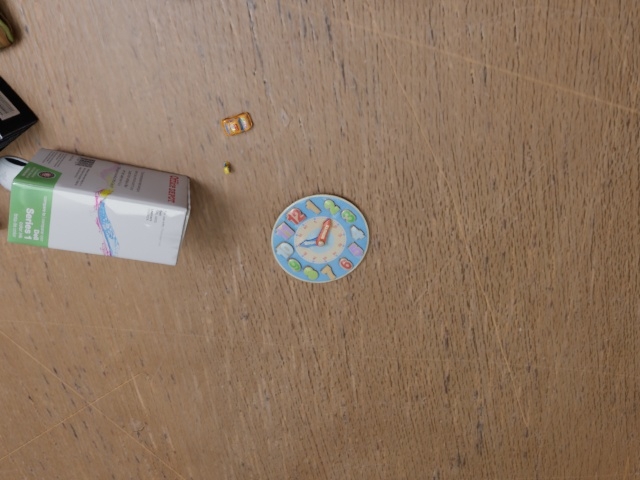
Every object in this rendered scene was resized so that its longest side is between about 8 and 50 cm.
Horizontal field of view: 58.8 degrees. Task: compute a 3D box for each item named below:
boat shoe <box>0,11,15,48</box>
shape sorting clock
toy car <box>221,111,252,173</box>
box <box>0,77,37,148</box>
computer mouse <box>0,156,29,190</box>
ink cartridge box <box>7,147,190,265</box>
[{"bbox_3d":[-0.610,-0.458,0.923,0.104,0.110,0.307,-19,129,-8],"label":"boat shoe"},{"bbox_3d":[0.000,0.000,1.188,0.206,0.040,0.206,-1,114,-2],"label":"shape sorting clock"},{"bbox_3d":[-0.161,-0.185,1.100,0.060,0.040,0.122,-1,113,-3],"label":"toy car"},{"bbox_3d":[-0.644,-0.184,1.015,0.207,0.153,0.108,-33,111,10],"label":"box"},{"bbox_3d":[-0.548,-0.104,1.114,0.193,0.042,0.106,18,112,-10],"label":"computer mouse"},{"bbox_3d":[-0.386,-0.063,1.031,0.278,0.201,0.117,10,111,-17],"label":"ink cartridge box"}]
